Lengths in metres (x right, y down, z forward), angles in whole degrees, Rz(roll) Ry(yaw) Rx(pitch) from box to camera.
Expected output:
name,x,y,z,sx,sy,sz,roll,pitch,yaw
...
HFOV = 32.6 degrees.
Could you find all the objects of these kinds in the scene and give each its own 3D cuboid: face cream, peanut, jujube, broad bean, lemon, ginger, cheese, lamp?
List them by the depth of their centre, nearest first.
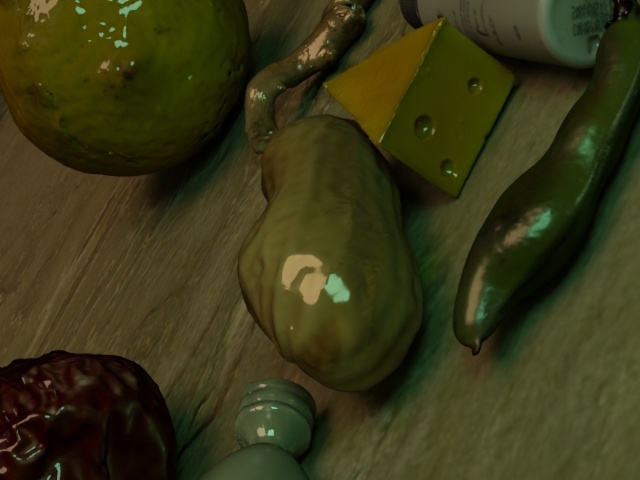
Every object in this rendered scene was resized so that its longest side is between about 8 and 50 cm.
name,x,y,z,sx,sy,sz,roll,pitch,yaw
broad bean,0.178,-0.059,0.778,0.075,0.067,0.325,20,72,32
lamp,-0.043,0.184,0.818,0.106,0.106,0.193,-38,20,30
peanut,0.000,0.000,0.913,0.147,0.147,0.319,-42,31,23
face cream,0.150,-0.210,0.968,0.092,0.092,0.311,-55,25,-1
cheese,0.071,-0.116,0.982,0.171,0.093,0.126,9,69,62
jujube,-0.262,0.205,1.059,0.216,0.216,0.342,-61,21,-13
ginger,0.000,-0.226,1.272,0.288,0.075,0.089,-55,30,-10
lemon,-0.262,-0.259,1.441,0.350,0.350,0.387,-51,19,7
